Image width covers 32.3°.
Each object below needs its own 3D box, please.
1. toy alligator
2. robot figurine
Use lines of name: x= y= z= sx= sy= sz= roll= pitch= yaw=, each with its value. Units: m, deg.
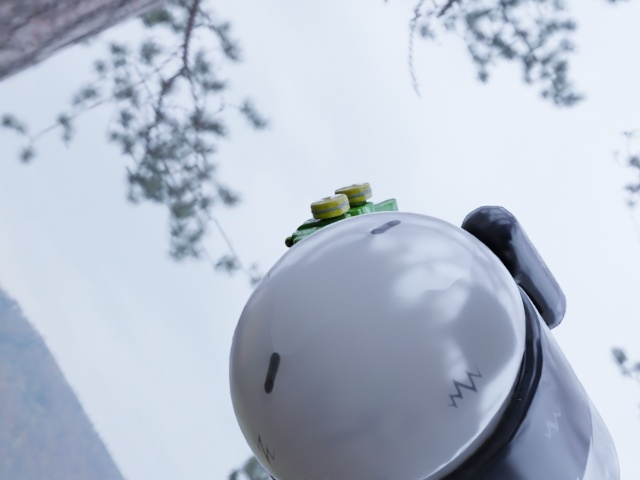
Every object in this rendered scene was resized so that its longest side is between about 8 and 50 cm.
toy alligator: x=0.000 y=0.000 z=0.809 sx=0.051 sy=0.189 sz=0.056 roll=-9 pitch=-78 yaw=31
robot figurine: x=0.063 y=0.107 z=0.629 sx=0.278 sy=0.173 sz=0.209 roll=52 pitch=25 yaw=-39
